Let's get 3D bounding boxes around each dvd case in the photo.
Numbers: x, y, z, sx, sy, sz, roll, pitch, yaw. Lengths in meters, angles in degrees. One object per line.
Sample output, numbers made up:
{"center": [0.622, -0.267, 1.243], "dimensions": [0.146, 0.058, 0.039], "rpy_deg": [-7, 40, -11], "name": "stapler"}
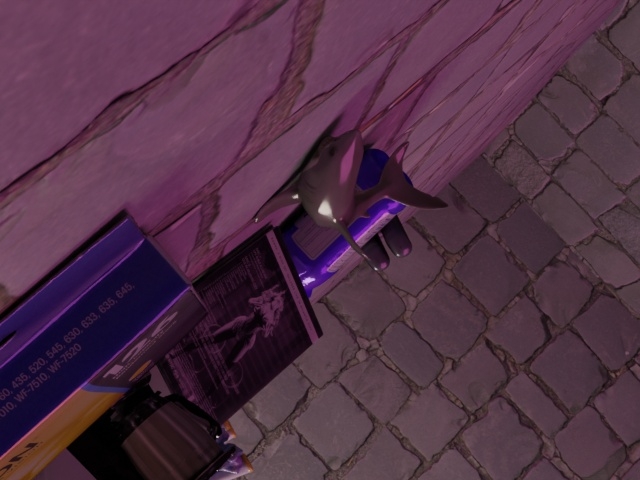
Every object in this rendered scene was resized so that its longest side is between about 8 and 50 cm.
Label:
{"center": [-0.099, 0.106, 1.085], "dimensions": [0.018, 0.165, 0.221], "rpy_deg": [4, -146, 47], "name": "dvd case"}

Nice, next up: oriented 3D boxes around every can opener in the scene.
{"center": [0.087, -0.025, 1.369], "dimensions": [0.074, 0.093, 0.280], "rpy_deg": [-34, -162, 7], "name": "can opener"}

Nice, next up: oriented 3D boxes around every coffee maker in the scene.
{"center": [-0.209, 0.218, 0.970], "dimensions": [0.171, 0.178, 0.120], "rpy_deg": [-46, 172, 10], "name": "coffee maker"}

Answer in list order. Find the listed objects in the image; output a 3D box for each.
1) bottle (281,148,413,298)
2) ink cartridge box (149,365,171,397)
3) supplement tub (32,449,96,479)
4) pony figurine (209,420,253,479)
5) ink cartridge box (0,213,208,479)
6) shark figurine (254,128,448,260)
{"center": [0.000, 0.000, 1.235], "dimensions": [0.283, 0.092, 0.118], "rpy_deg": [-44, -179, 19], "name": "bottle"}
{"center": [-0.157, 0.136, 1.203], "dimensions": [0.203, 0.086, 0.148], "rpy_deg": [-46, 173, 39], "name": "ink cartridge box"}
{"center": [-0.317, 0.351, 1.171], "dimensions": [0.272, 0.191, 0.191], "rpy_deg": [-46, 174, 39], "name": "supplement tub"}
{"center": [-0.327, 0.490, 1.836], "dimensions": [0.363, 0.303, 0.351], "rpy_deg": [-28, -162, -10], "name": "pony figurine"}
{"center": [-0.225, 0.126, 0.735], "dimensions": [0.303, 0.072, 0.307], "rpy_deg": [-42, 177, -8], "name": "ink cartridge box"}
{"center": [0.042, -0.031, 1.040], "dimensions": [0.166, 0.116, 0.278], "rpy_deg": [-40, 164, 16], "name": "shark figurine"}
